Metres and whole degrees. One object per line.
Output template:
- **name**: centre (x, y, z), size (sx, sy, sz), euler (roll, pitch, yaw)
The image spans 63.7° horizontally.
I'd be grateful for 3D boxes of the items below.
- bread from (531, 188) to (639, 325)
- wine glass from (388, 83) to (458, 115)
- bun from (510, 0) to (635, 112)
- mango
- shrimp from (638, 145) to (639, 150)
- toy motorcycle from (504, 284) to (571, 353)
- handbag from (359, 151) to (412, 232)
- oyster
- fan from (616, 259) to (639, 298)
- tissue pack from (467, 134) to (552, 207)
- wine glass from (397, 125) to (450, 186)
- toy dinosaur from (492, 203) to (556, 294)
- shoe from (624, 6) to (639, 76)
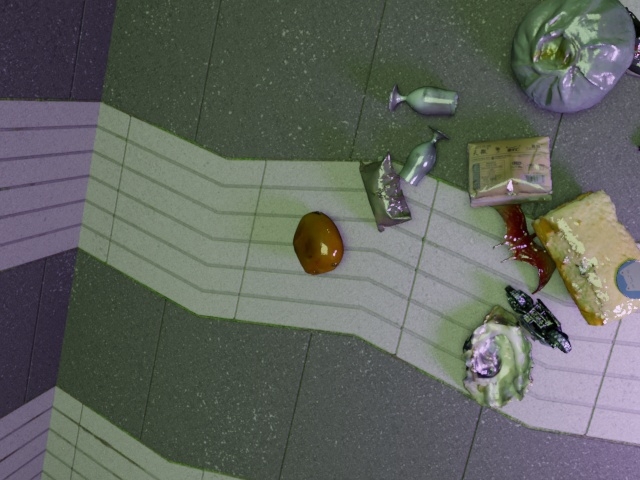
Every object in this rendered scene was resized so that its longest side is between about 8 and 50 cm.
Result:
- **bread**: centre (0.834, 0.052, 1.582), size (0.236, 0.165, 0.375), euler (-24, 84, -5)
- **wine glass**: centre (0.353, -0.481, 1.766), size (0.222, 0.103, 0.103), euler (10, 96, 18)
- **bun**: centre (0.741, -0.562, 1.543), size (0.361, 0.211, 0.362), euler (15, 118, 30)
- **mango**: centre (0.000, 0.000, 1.897), size (0.166, 0.136, 0.236), euler (-39, 68, 29)
- **shrimp**: centre (1.087, -0.265, 1.551), size (0.219, 0.046, 0.152), euler (-6, 106, 33)
- **toy motorcycle**: centre (0.707, 0.258, 1.682), size (0.106, 0.159, 0.270), euler (-42, 64, 6)
- **handbag**: centre (0.227, -0.167, 1.805), size (0.182, 0.117, 0.271), euler (-12, 96, 53)
- **oyster**: centre (0.598, 0.395, 1.735), size (0.237, 0.114, 0.351), euler (0, 88, 27)
- **fan**: centre (0.939, 0.103, 1.497), size (0.175, 0.005, 0.113), euler (-20, 87, -7)
- **tissue pack**: centre (0.609, -0.224, 1.671), size (0.256, 0.123, 0.215), euler (-1, 74, 17)
- **wine glass**: centre (0.354, -0.288, 1.783), size (0.093, 0.093, 0.202), euler (37, 102, 13)
- **toy dinosaur**: centre (0.650, 0.001, 1.710), size (0.327, 0.113, 0.207), euler (36, 78, 3)
- **shoe**: centre (0.938, -0.604, 1.557), size (0.099, 0.112, 0.228), euler (-31, 81, 17)
